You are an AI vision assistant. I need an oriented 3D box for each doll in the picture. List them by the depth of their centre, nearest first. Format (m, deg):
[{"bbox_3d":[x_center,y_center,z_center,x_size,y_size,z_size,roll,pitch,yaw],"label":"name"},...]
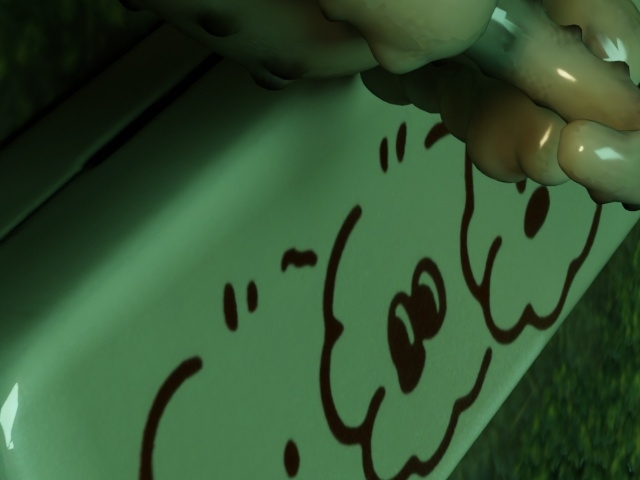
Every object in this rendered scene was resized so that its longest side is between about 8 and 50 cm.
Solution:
[{"bbox_3d":[-0.042,-0.084,0.345,0.278,0.154,0.119,27,99,-34],"label":"doll"}]

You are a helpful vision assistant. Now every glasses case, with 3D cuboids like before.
[{"bbox_3d":[0.000,0.000,0.525,0.336,0.076,0.144,-47,131,-43],"label":"glasses case"}]
